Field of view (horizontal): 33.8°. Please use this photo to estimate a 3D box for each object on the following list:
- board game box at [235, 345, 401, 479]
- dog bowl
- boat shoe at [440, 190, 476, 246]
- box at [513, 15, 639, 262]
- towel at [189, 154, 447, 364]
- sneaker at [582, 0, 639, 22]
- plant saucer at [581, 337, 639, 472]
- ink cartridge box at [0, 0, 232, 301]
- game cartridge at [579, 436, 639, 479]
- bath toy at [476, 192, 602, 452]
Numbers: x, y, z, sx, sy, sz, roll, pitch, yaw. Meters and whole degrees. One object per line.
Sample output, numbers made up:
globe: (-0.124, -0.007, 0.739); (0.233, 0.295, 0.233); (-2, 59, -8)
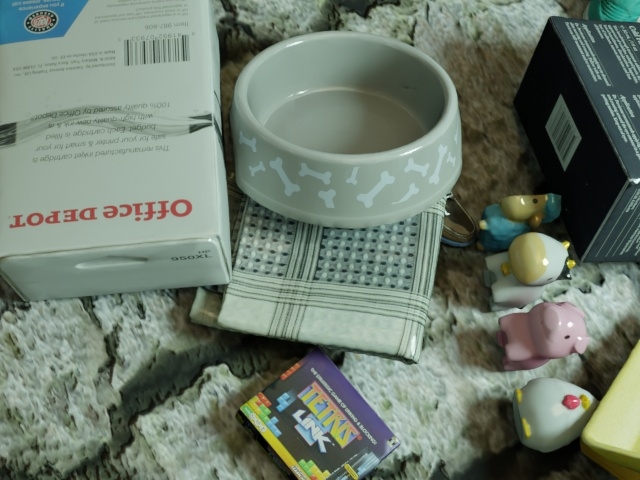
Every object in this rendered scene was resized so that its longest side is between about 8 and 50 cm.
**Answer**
board game box: (-0.003, 0.247, 1.371); (0.141, 0.048, 0.170); (-37, 78, -23)
dog bowl: (0.034, -0.171, 1.471); (0.349, 0.102, 0.348); (1, 44, -1)
boat shoe: (0.158, -0.064, 1.540); (0.183, 0.066, 0.066); (40, 64, 7)
box: (0.497, -0.149, 1.543); (0.312, 0.179, 0.343); (0, 50, -14)
towel: (0.000, 0.000, 1.442); (0.324, 0.056, 0.312); (9, 63, 8)
sneaker: (0.534, -0.484, 1.755); (0.124, 0.178, 0.295); (24, 63, -1)
plant saucer: (0.552, 0.224, 1.346); (0.333, 0.081, 0.333); (12, 38, 34)
ink cartridge box: (-0.273, -0.135, 1.392); (0.285, 0.166, 0.395); (-5, 66, 0)
game cartridge: (0.562, 0.266, 1.400); (0.324, 0.052, 0.285); (-26, 34, -21)
bath toy: (0.308, 0.111, 1.444); (0.129, 0.151, 0.348); (-8, 69, 1)
